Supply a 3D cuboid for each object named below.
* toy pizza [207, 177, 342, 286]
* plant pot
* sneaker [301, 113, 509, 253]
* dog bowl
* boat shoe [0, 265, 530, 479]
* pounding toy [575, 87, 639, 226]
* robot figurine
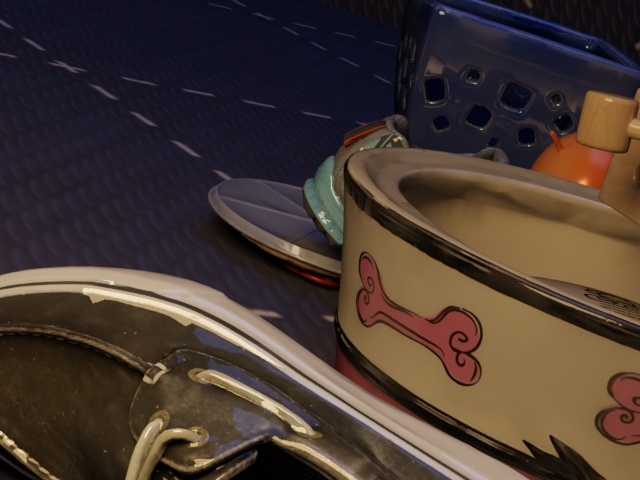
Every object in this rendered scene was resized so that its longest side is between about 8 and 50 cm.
[{"bbox_3d":[0.000,0.000,1.373,0.201,0.032,0.201,18,15,-5],"label":"toy pizza"},{"bbox_3d":[0.185,-0.130,1.742,0.236,0.212,0.236,16,14,-6],"label":"plant pot"},{"bbox_3d":[0.121,-0.006,1.283,0.262,0.125,0.104,27,28,-23],"label":"sneaker"},{"bbox_3d":[0.189,0.077,1.081,0.408,0.150,0.408,16,14,-4],"label":"dog bowl"},{"bbox_3d":[-0.039,0.103,0.740,0.335,0.121,0.119,20,16,13],"label":"boat shoe"},{"bbox_3d":[0.243,-0.029,1.046,0.206,0.094,0.181,13,14,-20],"label":"pounding toy"},{"bbox_3d":[0.283,-0.021,1.580,0.219,0.128,0.158,30,-7,-13],"label":"robot figurine"}]
